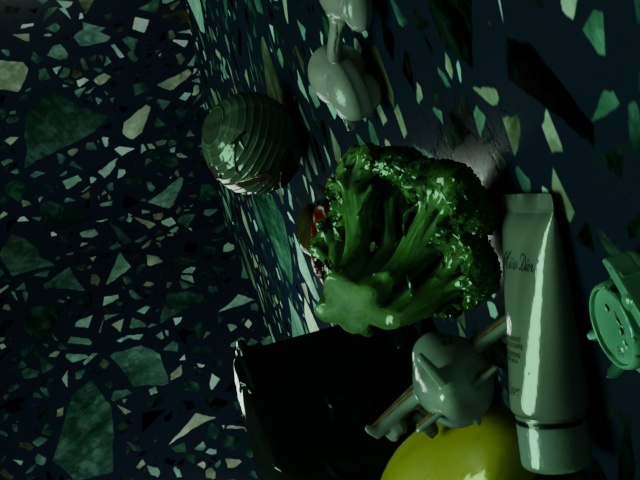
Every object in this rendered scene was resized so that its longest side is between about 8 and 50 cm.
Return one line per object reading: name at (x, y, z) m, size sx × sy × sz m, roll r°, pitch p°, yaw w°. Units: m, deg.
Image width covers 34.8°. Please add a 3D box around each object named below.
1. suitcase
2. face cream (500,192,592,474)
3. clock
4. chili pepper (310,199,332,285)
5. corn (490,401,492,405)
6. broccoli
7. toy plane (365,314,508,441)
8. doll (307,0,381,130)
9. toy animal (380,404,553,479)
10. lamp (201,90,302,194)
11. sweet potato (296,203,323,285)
suitcase at (0.041, 0.299, 1.798) m, size 0.339 × 0.345 × 0.188 m, roll -119°, pitch 21°, yaw -47°
face cream at (0.252, 0.102, 1.154) m, size 0.143 × 0.089 × 0.315 m, roll -172°, pitch 76°, yaw -80°
clock at (0.292, 0.080, 0.972) m, size 0.135 × 0.041 × 0.101 m, roll 90°, pitch 160°, yaw -58°
chili pepper at (0.024, -0.019, 2.039) m, size 0.144 × 0.136 × 0.253 m, roll 48°, pitch -170°, yaw -27°
corn at (0.227, 0.249, 1.529) m, size 0.085 × 0.063 × 0.165 m, roll -82°, pitch -11°, yaw -51°
broccoli at (0.099, 0.007, 1.293) m, size 0.294 × 0.245 × 0.265 m, roll -11°, pitch 121°, yaw 42°
toy plane at (0.158, 0.167, 1.272) m, size 0.117 × 0.244 × 0.244 m, roll 49°, pitch 169°, yaw 0°
doll at (0.034, -0.311, 1.545) m, size 0.160 × 0.094 × 0.365 m, roll 54°, pitch 161°, yaw 39°
toy animal at (0.238, 0.368, 1.310) m, size 0.278 × 0.246 × 0.345 m, roll -53°, pitch 21°, yaw 22°
lamp at (-0.148, -0.214, 2.299) m, size 0.265 × 0.233 × 0.233 m, roll 21°, pitch 129°, yaw 63°
sweet potato at (-0.007, 0.002, 2.262) m, size 0.286 × 0.085 × 0.112 m, roll -120°, pitch 12°, yaw -52°
